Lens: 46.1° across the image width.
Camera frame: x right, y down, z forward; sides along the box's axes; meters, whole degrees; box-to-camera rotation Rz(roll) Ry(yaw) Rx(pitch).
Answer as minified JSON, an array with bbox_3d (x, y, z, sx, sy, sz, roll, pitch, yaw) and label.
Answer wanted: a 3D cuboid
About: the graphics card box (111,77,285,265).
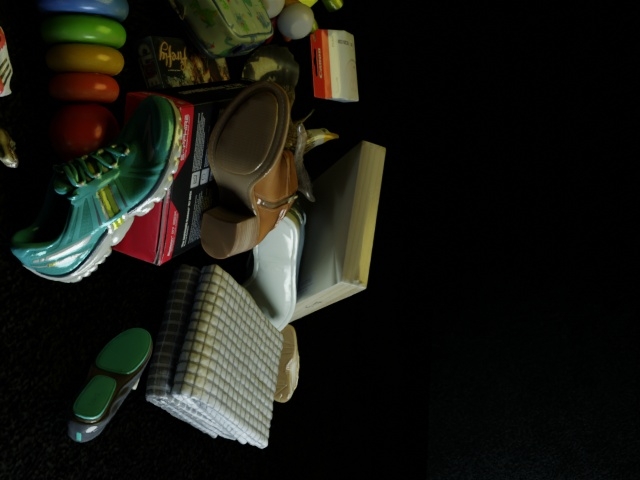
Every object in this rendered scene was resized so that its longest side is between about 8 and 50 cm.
[{"bbox_3d":[-0.179,-0.126,1.181,0.371,0.094,0.232,-36,140,-64],"label":"graphics card box"}]

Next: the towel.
[{"bbox_3d":[-0.176,0.201,1.280,0.283,0.122,0.234,55,36,-53],"label":"towel"}]

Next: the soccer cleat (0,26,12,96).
[{"bbox_3d":[-0.382,-0.212,0.892,0.035,0.029,0.083,-28,118,-77],"label":"soccer cleat"}]

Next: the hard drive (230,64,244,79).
[{"bbox_3d":[-0.158,-0.284,1.510,0.135,0.022,0.094,-65,146,-52],"label":"hard drive"}]

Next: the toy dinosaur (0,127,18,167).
[{"bbox_3d":[-0.393,-0.208,0.814,0.118,0.064,0.268,-44,129,-78],"label":"toy dinosaur"}]

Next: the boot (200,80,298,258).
[{"bbox_3d":[-0.078,-0.116,1.156,0.220,0.109,0.283,-37,143,-62],"label":"boot"}]

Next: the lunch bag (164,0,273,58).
[{"bbox_3d":[-0.175,-0.405,1.313,0.176,0.090,0.219,57,24,-7],"label":"lunch bag"}]

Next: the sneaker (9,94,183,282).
[{"bbox_3d":[-0.271,-0.067,0.929,0.275,0.107,0.110,-53,142,0],"label":"sneaker"}]

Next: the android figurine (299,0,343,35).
[{"bbox_3d":[-0.056,-0.584,1.610,0.248,0.056,0.272,-44,128,-12],"label":"android figurine"}]

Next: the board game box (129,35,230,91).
[{"bbox_3d":[-0.220,-0.257,1.280,0.243,0.042,0.164,-33,111,-67],"label":"board game box"}]

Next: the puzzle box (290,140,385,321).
[{"bbox_3d":[0.000,0.000,1.478,0.409,0.052,0.271,148,-46,-64],"label":"puzzle box"}]

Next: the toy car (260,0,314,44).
[{"bbox_3d":[-0.111,-0.462,1.501,0.182,0.136,0.159,24,33,-41],"label":"toy car"}]

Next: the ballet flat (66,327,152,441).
[{"bbox_3d":[-0.293,0.201,1.042,0.203,0.074,0.074,-69,150,-59],"label":"ballet flat"}]

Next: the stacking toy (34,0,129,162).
[{"bbox_3d":[-0.305,-0.259,0.969,0.141,0.141,0.330,-12,104,-70],"label":"stacking toy"}]

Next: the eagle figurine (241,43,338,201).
[{"bbox_3d":[-0.077,-0.212,1.496,0.225,0.226,0.298,16,36,-35],"label":"eagle figurine"}]

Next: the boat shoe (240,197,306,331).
[{"bbox_3d":[-0.086,0.053,1.430,0.099,0.116,0.319,-68,172,-52],"label":"boat shoe"}]

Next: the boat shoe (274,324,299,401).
[{"bbox_3d":[-0.076,0.260,1.627,0.059,0.063,0.169,-12,109,-72],"label":"boat shoe"}]

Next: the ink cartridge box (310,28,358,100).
[{"bbox_3d":[0.041,-0.473,2.031,0.232,0.066,0.188,-23,110,-73],"label":"ink cartridge box"}]
